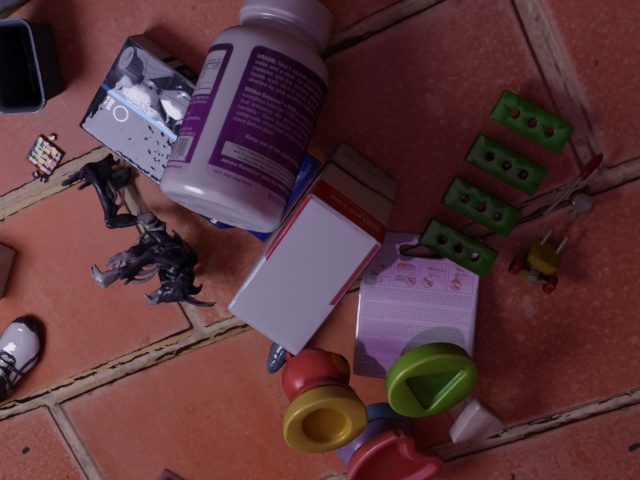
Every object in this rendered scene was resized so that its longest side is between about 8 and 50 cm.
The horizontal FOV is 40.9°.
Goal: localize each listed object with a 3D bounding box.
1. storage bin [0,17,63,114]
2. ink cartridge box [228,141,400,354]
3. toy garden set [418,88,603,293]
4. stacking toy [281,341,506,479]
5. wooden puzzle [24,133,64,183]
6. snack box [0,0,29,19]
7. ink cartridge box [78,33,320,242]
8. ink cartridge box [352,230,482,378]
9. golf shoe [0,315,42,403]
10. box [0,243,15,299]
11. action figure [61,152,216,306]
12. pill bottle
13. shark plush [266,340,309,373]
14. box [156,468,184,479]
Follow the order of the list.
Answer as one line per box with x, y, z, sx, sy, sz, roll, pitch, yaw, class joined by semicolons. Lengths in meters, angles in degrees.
-0.442;-0.263;1.280;0.098;0.091;0.135;-2;107;13;storage bin
0.000;0.000;1.174;0.114;0.273;0.197;35;112;-5;ink cartridge box
0.285;-0.058;1.210;0.203;0.049;0.244;28;107;-2;toy garden set
0.103;0.234;1.280;0.279;0.130;0.309;-29;133;8;stacking toy
-0.440;-0.134;1.368;0.049;0.006;0.083;39;112;-2;wooden puzzle
-0.511;-0.340;1.224;0.207;0.174;0.070;-28;99;19;snack box
-0.181;-0.143;1.278;0.332;0.065;0.165;35;111;-1;ink cartridge box
0.149;0.102;1.305;0.180;0.056;0.225;5;91;11;ink cartridge box
-0.544;0.221;1.465;0.077;0.094;0.198;32;110;2;golf shoe
-0.579;0.051;1.418;0.101;0.087;0.101;25;112;4;box
-0.279;0.013;1.304;0.141;0.164;0.276;-35;90;-5;action figure
-0.086;-0.176;1.141;0.169;0.169;0.302;18;81;6;pill bottle
-0.033;0.141;1.323;0.073;0.067;0.161;42;125;-6;shark plush
-0.159;0.517;1.493;0.324;0.067;0.063;31;111;2;box
